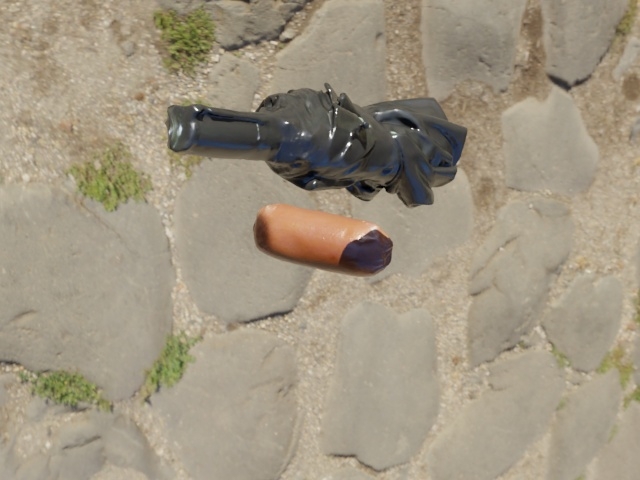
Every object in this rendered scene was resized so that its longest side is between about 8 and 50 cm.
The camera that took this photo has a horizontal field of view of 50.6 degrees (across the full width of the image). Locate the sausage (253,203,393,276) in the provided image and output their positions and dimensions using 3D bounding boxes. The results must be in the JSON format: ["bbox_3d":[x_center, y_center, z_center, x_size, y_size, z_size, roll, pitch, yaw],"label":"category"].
[{"bbox_3d":[0.000,0.000,0.876,0.077,0.194,0.077,13,90,-69],"label":"sausage"}]

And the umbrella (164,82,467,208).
[{"bbox_3d":[0.010,-0.079,0.566,0.340,0.118,0.118,-6,112,-54],"label":"umbrella"}]
